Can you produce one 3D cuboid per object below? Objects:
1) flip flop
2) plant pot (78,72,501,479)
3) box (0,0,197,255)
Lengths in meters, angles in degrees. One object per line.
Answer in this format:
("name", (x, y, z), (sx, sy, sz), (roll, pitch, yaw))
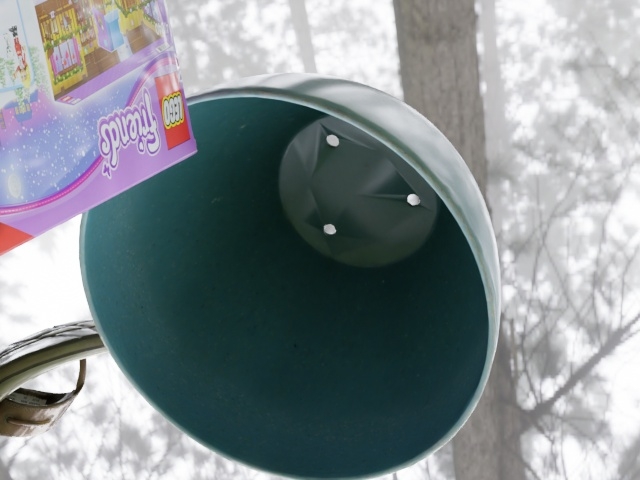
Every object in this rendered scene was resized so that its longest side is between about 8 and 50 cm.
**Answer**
("flip flop", (-0.288, 0.151, 0.933), (0.277, 0.080, 0.112), (-31, -168, -15))
("plant pot", (0.000, 0.000, 0.747), (0.290, 0.290, 0.195), (5, -152, 18))
("box", (-0.142, -0.105, 0.426), (0.057, 0.201, 0.293), (-8, -168, 14))
